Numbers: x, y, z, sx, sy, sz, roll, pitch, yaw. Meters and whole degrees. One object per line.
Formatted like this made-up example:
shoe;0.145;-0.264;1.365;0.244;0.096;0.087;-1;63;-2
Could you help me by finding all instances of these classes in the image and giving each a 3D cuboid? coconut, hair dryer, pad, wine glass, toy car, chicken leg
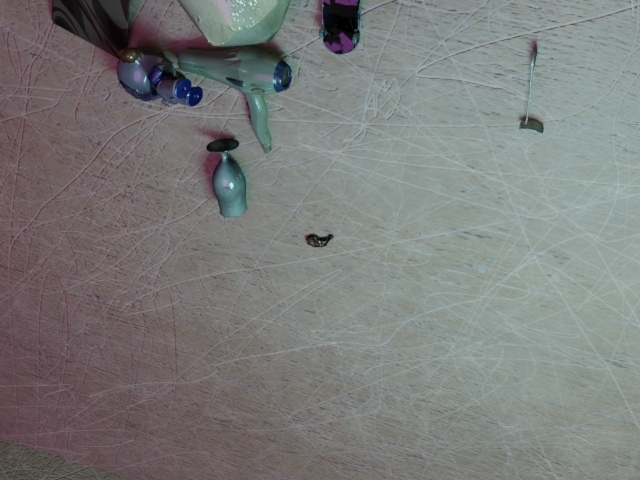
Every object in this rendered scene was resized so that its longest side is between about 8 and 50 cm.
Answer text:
coconut;-0.187;-0.548;1.836;0.245;0.245;0.247;-26;108;32
hair dryer;-0.227;-0.381;2.064;0.296;0.119;0.298;29;140;8
pad;-0.567;-0.599;2.017;0.220;0.004;0.330;28;146;0
wine glass;-0.247;-0.165;2.203;0.093;0.093;0.202;5;121;17
toy car;0.050;-0.524;1.880;0.095;0.056;0.205;12;129;12
chicken leg;-0.001;0.002;2.269;0.083;0.021;0.036;0;112;19

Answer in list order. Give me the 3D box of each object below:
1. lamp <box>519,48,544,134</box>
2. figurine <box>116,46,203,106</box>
lamp;0.487;-0.336;1.853;0.056;0.050;0.198;10;127;17
figurine;-0.397;-0.394;2.046;0.274;0.194;0.133;30;95;19
